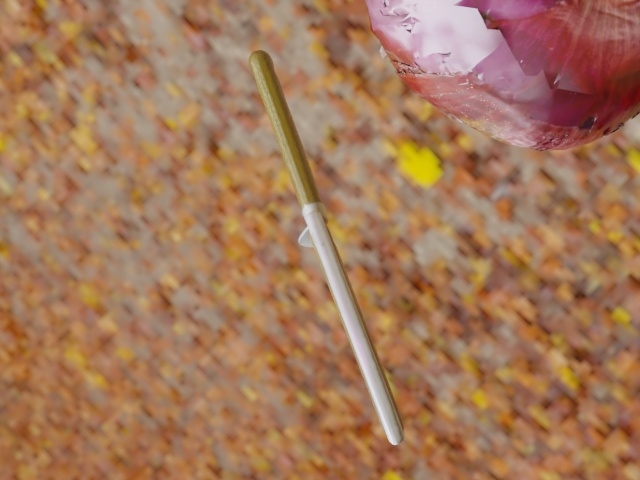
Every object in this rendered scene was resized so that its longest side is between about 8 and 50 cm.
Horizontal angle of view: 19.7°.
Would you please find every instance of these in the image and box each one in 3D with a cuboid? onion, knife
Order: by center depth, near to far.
[{"bbox_3d":[0.095,-0.101,0.653,0.150,0.150,0.140,57,167,-25],"label":"onion"},{"bbox_3d":[-0.001,0.000,1.037,0.046,0.022,0.256,74,177,-69],"label":"knife"}]
